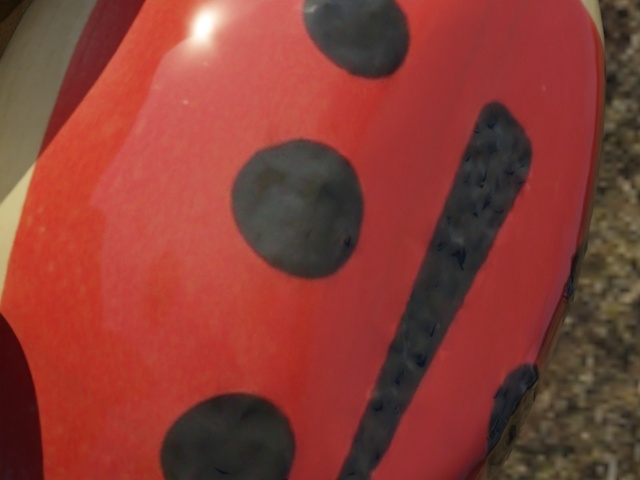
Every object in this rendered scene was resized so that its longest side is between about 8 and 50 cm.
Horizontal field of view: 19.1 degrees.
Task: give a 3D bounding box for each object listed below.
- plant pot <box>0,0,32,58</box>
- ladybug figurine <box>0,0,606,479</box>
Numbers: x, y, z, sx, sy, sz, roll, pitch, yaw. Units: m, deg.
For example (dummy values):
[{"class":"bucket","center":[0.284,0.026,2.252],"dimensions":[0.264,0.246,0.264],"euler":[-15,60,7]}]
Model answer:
[{"class":"plant pot","center":[-0.193,-0.162,0.791],"dimensions":[0.237,0.237,0.254],"euler":[-33,141,-35]},{"class":"ladybug figurine","center":[0.000,0.000,0.816],"dimensions":[0.305,0.162,0.449],"euler":[43,59,-38]}]
